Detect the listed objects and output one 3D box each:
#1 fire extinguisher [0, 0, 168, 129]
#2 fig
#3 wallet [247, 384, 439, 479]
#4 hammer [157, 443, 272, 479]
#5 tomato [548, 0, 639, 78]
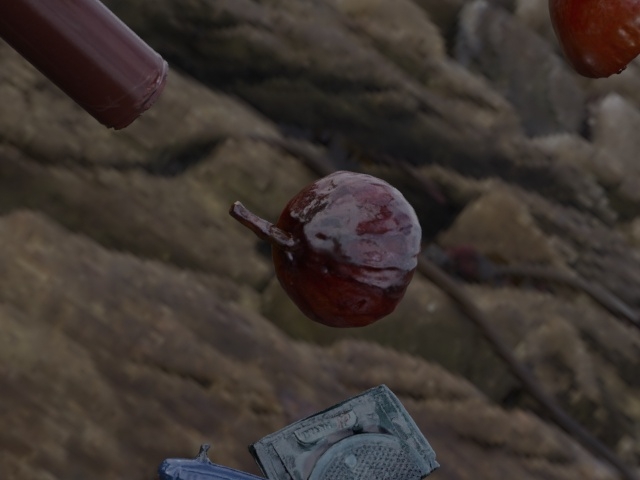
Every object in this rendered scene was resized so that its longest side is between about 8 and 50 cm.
[{"bbox_3d":[-0.319,-0.266,1.906,0.337,0.106,0.147,43,1,-33],"label":"fire extinguisher"},{"bbox_3d":[0.015,-0.004,1.411,0.150,0.128,0.128,58,0,-40],"label":"fig"},{"bbox_3d":[0.019,0.167,1.359,0.129,0.026,0.088,-23,66,-23],"label":"wallet"},{"bbox_3d":[-0.020,0.185,1.229,0.194,0.069,0.116,18,-6,-6],"label":"hammer"},{"bbox_3d":[0.217,-0.198,1.303,0.069,0.155,0.155,33,16,-21],"label":"tomato"}]
